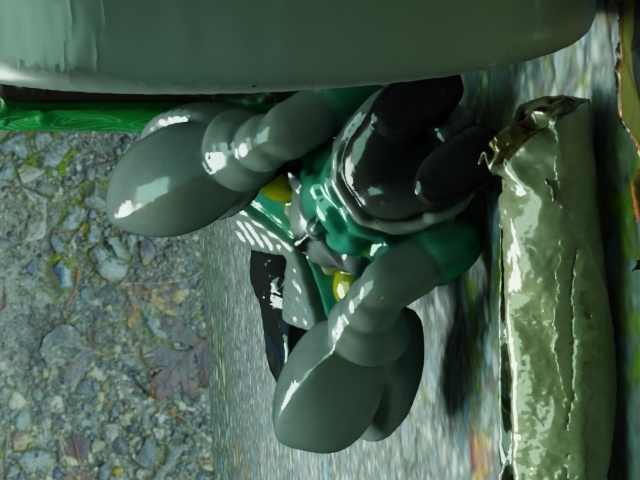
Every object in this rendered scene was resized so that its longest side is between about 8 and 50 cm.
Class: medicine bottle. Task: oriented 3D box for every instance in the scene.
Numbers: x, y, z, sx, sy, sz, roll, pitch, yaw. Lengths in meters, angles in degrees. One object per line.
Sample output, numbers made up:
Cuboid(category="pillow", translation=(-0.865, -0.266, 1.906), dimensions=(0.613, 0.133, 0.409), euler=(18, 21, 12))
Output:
Cuboid(category="medicine bottle", translation=(-0.023, -0.178, 0.515), dimensions=(0.238, 0.238, 0.231), euler=(-122, 28, -74))

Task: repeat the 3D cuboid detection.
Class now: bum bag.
Cuboid(category="bum bag", translation=(-0.012, -0.016, 1.056), dimensions=(0.137, 0.074, 0.310), euler=(-58, -33, -87))

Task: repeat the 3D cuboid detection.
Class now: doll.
Cuboid(category="doll", translation=(-0.012, -0.015, 0.758), dimensions=(0.195, 0.153, 0.258), euler=(50, 156, 29))

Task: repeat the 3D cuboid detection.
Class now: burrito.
Cuboid(category="burrito", translation=(0.084, 0.041, 0.542), dimensions=(0.045, 0.041, 0.185), euler=(1, 94, 40))

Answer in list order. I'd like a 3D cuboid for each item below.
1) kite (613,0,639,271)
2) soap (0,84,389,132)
Cuboid(category="kite", translation=(0.118, -0.090, 0.353), dimensions=(0.327, 0.013, 0.377), euler=(98, 169, -49))
Cuboid(category="soap", translation=(-0.081, -0.136, 0.854), dimensions=(0.098, 0.273, 0.217), euler=(158, 109, -70))
